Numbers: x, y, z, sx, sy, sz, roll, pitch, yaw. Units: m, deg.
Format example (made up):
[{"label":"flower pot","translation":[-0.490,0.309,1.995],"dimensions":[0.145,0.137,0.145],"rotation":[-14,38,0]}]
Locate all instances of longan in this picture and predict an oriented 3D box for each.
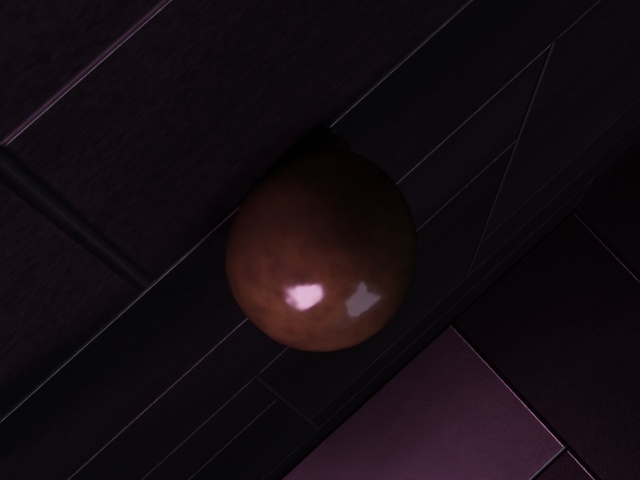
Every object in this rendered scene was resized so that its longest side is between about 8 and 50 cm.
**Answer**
[{"label":"longan","translation":[0.000,0.000,0.816],"dimensions":[0.106,0.106,0.119],"rotation":[128,-30,-48]}]
